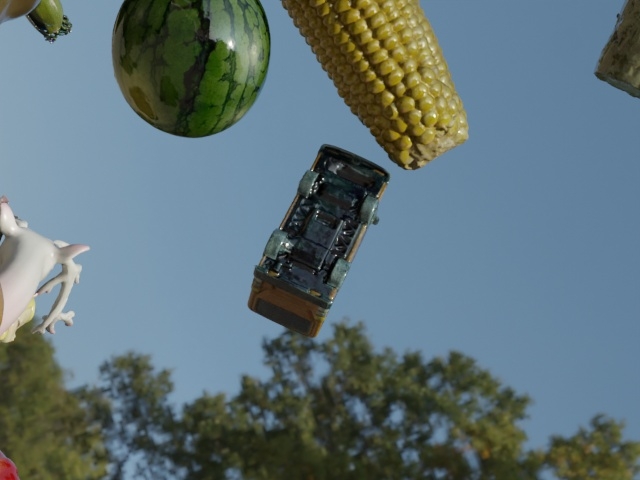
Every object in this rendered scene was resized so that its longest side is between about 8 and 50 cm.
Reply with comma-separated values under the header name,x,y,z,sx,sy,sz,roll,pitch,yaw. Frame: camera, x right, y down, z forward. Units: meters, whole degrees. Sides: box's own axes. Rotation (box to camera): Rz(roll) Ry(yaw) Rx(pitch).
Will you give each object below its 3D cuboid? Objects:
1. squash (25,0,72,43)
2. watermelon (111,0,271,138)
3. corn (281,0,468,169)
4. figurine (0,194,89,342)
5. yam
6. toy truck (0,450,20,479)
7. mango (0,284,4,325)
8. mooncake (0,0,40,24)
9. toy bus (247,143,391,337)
name,x,y,z,sx,sy,sz,roll,pitch,yaw
squash,-0.360,-0.313,1.374,0.052,0.052,0.183,51,-9,40
watermelon,-0.107,-0.180,0.951,0.141,0.141,0.187,46,-46,46
corn,0.035,-0.234,1.144,0.347,0.130,0.130,61,-25,-4
figurine,-0.486,0.072,1.644,0.206,0.315,0.284,43,-45,1
yam,0.418,-0.271,1.365,0.107,0.107,0.194,35,-75,54
toy truck,-0.363,0.183,0.788,0.189,0.239,0.265,52,-39,16
mango,-0.380,0.045,1.116,0.147,0.109,0.227,63,-17,9
mooncake,-0.313,-0.320,0.840,0.187,0.324,0.324,-28,-101,49
toy bus,0.000,0.000,1.156,0.091,0.182,0.103,24,-34,4
